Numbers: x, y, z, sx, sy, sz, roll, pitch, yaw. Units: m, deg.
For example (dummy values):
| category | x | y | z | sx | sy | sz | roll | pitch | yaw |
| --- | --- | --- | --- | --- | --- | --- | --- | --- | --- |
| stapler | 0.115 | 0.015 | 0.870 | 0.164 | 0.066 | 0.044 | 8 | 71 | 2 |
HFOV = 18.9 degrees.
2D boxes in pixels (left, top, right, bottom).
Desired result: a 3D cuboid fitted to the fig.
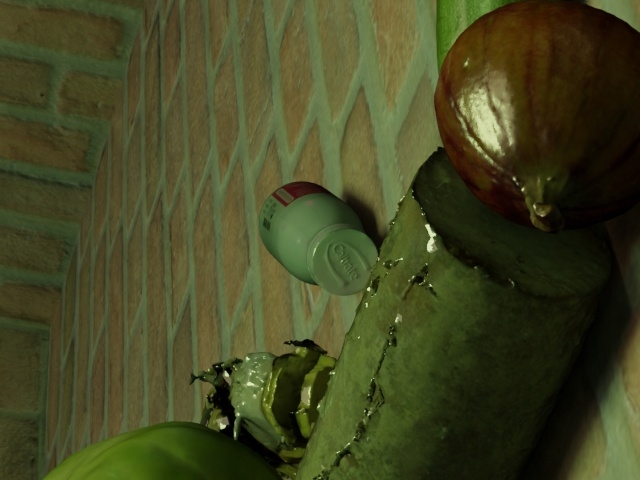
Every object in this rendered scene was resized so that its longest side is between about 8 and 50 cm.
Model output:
| category | x | y | z | sx | sy | sz | roll | pitch | yaw |
| --- | --- | --- | --- | --- | --- | --- | --- | --- | --- |
| fig | 0.159 | -0.064 | 1.258 | 0.148 | 0.149 | 0.202 | 121 | 143 | -54 |

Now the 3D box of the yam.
| category | x | y | z | sx | sy | sz | roll | pitch | yaw |
| --- | --- | --- | --- | --- | --- | --- | --- | --- | --- |
| yam | 0.089 | 0.096 | 1.372 | 0.168 | 0.168 | 0.304 | -101 | 25 | -55 |

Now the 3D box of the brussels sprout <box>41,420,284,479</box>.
| category | x | y | z | sx | sy | sz | roll | pitch | yaw |
| --- | --- | --- | --- | --- | --- | --- | --- | --- | --- |
| brussels sprout | -0.152 | 0.370 | 1.800 | 0.361 | 0.342 | 0.425 | -37 | -19 | -54 |

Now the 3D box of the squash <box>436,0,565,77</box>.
| category | x | y | z | sx | sy | sz | roll | pitch | yaw |
| --- | --- | --- | --- | --- | --- | --- | --- | --- | --- |
| squash | 0.144 | -0.228 | 1.507 | 0.107 | 0.107 | 0.395 | 143 | 134 | -69 |

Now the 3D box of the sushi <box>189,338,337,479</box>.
| category | x | y | z | sx | sy | sz | roll | pitch | yaw |
| --- | --- | --- | --- | --- | --- | --- | --- | --- | --- |
| sushi | -0.058 | 0.184 | 1.957 | 0.291 | 0.131 | 0.139 | 157 | 124 | -64 |

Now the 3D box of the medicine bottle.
| category | x | y | z | sx | sy | sz | roll | pitch | yaw |
| --- | --- | --- | --- | --- | --- | --- | --- | --- | --- |
| medicine bottle | 0.000 | 0.000 | 1.929 | 0.216 | 0.090 | 0.090 | -139 | 60 | -73 |
